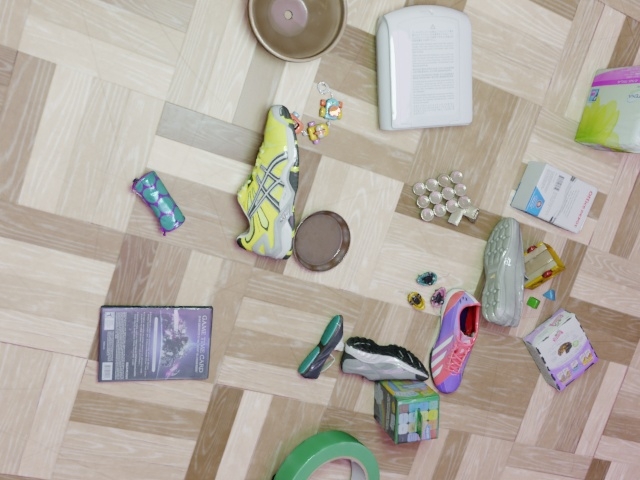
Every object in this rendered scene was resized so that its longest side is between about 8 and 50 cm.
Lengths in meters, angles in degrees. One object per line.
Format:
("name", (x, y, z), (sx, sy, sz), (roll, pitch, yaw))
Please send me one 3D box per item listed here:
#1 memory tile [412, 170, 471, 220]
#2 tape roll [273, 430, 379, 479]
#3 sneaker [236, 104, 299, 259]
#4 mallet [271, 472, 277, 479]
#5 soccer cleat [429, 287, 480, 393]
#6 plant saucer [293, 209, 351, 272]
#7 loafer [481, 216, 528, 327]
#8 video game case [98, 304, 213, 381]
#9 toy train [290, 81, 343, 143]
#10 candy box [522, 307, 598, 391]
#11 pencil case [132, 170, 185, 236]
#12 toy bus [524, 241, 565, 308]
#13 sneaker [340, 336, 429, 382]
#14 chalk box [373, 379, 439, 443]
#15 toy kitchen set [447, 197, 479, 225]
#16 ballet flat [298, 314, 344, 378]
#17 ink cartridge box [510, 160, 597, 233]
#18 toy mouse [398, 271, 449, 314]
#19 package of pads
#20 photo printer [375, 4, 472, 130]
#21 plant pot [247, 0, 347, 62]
("memory tile", (0.334, -0.124, 1.826), (0.148, 0.012, 0.113), (-18, 88, -4))
("tape roll", (0.016, 0.696, 1.850), (0.322, 0.077, 0.321), (-8, 106, -31))
("sneaker", (-0.129, -0.138, 1.620), (0.147, 0.145, 0.384), (3, 103, -4))
("mallet", (-0.188, 0.677, 1.845), (0.190, 0.062, 0.039), (1, 100, -3))
("soccer cleat", (0.392, 0.301, 1.905), (0.109, 0.116, 0.318), (5, 100, -19))
("plant saucer", (0.000, 0.000, 1.751), (0.169, 0.029, 0.168), (-7, 106, -25))
("loafer", (0.528, 0.090, 1.871), (0.112, 0.112, 0.319), (21, 70, -24))
("video game case", (-0.416, 0.261, 1.682), (0.275, 0.026, 0.195), (2, 101, -20))
("toy train", (-0.015, -0.316, 1.678), (0.166, 0.046, 0.125), (-46, 111, -4))
("candy box", (0.745, 0.338, 2.054), (0.165, 0.070, 0.196), (-36, 111, -8))
("pencil case", (-0.390, -0.090, 1.594), (0.070, 0.064, 0.151), (-41, 111, -23))
("toy bus", (0.609, 0.096, 1.936), (0.104, 0.202, 0.190), (14, 90, -51))
("sneaker", (0.180, 0.352, 1.868), (0.272, 0.100, 0.107), (17, 108, -16))
("chalk box", (0.248, 0.474, 1.844), (0.132, 0.213, 0.132), (-2, 102, -18))
("toy kitchen set", (0.396, -0.070, 1.874), (0.083, 0.075, 0.068), (26, 89, 19))
("ballet flat", (0.019, 0.296, 1.809), (0.074, 0.074, 0.203), (31, 97, -21))
("ink cartridge box", (0.679, -0.125, 1.925), (0.203, 0.086, 0.148), (21, 95, -22))
("toy mouse", (0.313, 0.138, 1.890), (0.143, 0.031, 0.161), (-47, 111, -3))
("package of pads", (0.835, -0.355, 1.814), (0.101, 0.296, 0.229), (14, 97, -12))
("photo printer", (0.267, -0.445, 1.710), (0.256, 0.107, 0.307), (-8, 103, -17))
("plant pot", (-0.063, -0.543, 1.580), (0.238, 0.110, 0.237), (-4, 102, -16))
